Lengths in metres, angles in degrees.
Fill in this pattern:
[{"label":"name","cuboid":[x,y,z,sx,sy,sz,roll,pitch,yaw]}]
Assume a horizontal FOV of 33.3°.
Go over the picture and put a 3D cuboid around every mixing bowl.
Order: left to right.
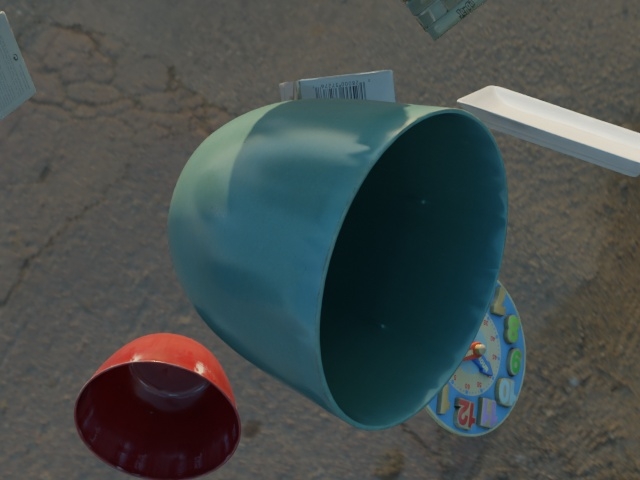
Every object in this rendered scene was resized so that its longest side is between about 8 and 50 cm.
[{"label":"mixing bowl","cuboid":[-0.172,0.170,1.183,0.181,0.181,0.098,-20,32,17]}]

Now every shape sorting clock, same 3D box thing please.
[{"label":"shape sorting clock","cuboid":[0.179,0.130,1.275,0.040,0.206,0.206,-5,66,50]}]

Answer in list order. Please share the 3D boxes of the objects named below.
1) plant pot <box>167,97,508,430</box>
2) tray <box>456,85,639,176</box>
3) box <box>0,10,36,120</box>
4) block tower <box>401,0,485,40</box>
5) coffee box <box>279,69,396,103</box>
[{"label":"plant pot","cuboid":[0.000,0.000,1.003,0.235,0.293,0.293,18,78,36]},{"label":"tray","cuboid":[0.320,-0.140,1.392,0.270,0.145,0.030,22,116,21]},{"label":"box","cuboid":[-0.383,-0.141,1.022,0.130,0.091,0.170,0,33,25]},{"label":"block tower","cuboid":[0.038,-0.352,1.027,0.097,0.335,0.091,-38,28,9]},{"label":"coffee box","cuboid":[0.032,-0.053,1.314,0.118,0.168,0.297,-8,99,-9]}]
